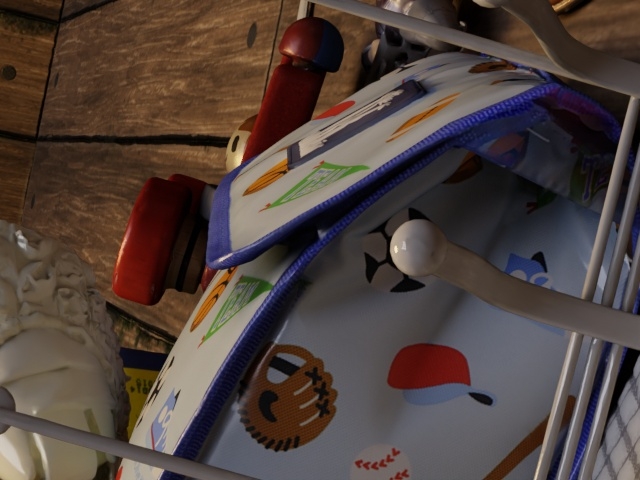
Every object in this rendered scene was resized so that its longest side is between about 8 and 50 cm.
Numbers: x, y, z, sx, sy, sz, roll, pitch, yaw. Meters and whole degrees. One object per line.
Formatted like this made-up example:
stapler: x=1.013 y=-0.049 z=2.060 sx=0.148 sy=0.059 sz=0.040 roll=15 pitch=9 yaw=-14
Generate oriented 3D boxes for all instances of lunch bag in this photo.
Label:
lunch bag: x=0.026 y=0.065 z=0.760 sx=0.385 sy=0.239 sz=0.328 roll=-61 pitch=7 yaw=10

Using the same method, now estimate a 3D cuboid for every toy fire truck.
toy fire truck: x=-0.045 y=-0.058 z=1.056 sx=0.302 sy=0.169 sz=0.253 roll=-80 pitch=7 yaw=-86

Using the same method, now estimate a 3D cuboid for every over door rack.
over door rack: x=0.000 y=0.000 z=0.524 sx=0.108 sy=0.324 sz=0.239 roll=55 pitch=-129 yaw=-77

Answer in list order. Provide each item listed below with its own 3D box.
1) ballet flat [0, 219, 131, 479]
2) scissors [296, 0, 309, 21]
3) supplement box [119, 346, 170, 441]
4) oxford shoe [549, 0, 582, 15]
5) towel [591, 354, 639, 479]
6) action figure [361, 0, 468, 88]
ballet flat: x=-0.180 y=0.187 z=0.867 sx=0.147 sy=0.147 sz=0.408 roll=-175 pitch=81 yaw=-67
scissors: x=-0.040 y=-0.125 z=1.340 sx=0.109 sy=0.021 sz=0.297 roll=143 pitch=132 yaw=-60
supplement box: x=-0.108 y=0.294 z=1.084 sx=0.356 sy=0.194 sz=0.195 roll=-103 pitch=33 yaw=-44
oxford shoe: x=0.173 y=-0.227 z=0.834 sx=0.212 sy=0.076 sz=0.076 roll=126 pitch=144 yaw=-48
towel: x=0.181 y=0.176 z=0.525 sx=0.283 sy=0.121 sz=0.235 roll=-90 pitch=21 yaw=-67
action figure: x=0.067 y=-0.230 z=1.059 sx=0.185 sy=0.099 sz=0.285 roll=-57 pitch=34 yaw=27
